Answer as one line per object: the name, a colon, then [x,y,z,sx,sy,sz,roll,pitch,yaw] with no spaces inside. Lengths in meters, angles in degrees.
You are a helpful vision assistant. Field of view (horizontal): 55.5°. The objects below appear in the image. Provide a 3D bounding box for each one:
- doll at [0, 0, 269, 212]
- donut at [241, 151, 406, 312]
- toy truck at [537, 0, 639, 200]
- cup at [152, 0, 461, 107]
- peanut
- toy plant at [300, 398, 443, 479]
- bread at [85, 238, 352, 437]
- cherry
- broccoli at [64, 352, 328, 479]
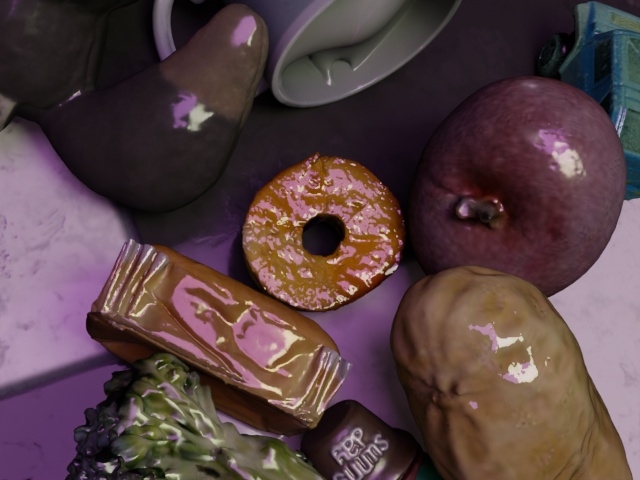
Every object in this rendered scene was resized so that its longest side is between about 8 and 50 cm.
doll: [-0.203,-0.262,0.624,0.378,0.382,0.252,35,23,-21]
donut: [-0.001,-0.001,0.701,0.174,0.074,0.190,40,69,-2]
toy truck: [0.405,-0.199,0.849,0.155,0.156,0.279,15,69,-11]
cup: [-0.049,-0.321,0.728,0.356,0.259,0.275,-29,79,8]
peanut: [0.199,0.191,0.599,0.387,0.169,0.192,56,32,-21]
toy plant: [0.063,0.260,0.613,0.143,0.105,0.200,-40,97,-19]
bread: [-0.099,0.097,0.601,0.241,0.136,0.107,29,63,-7]
cherry: [0.220,-0.057,0.696,0.221,0.261,0.307,26,28,10]
broccoli: [-0.062,0.218,0.512,0.304,0.146,0.165,21,34,-6]
